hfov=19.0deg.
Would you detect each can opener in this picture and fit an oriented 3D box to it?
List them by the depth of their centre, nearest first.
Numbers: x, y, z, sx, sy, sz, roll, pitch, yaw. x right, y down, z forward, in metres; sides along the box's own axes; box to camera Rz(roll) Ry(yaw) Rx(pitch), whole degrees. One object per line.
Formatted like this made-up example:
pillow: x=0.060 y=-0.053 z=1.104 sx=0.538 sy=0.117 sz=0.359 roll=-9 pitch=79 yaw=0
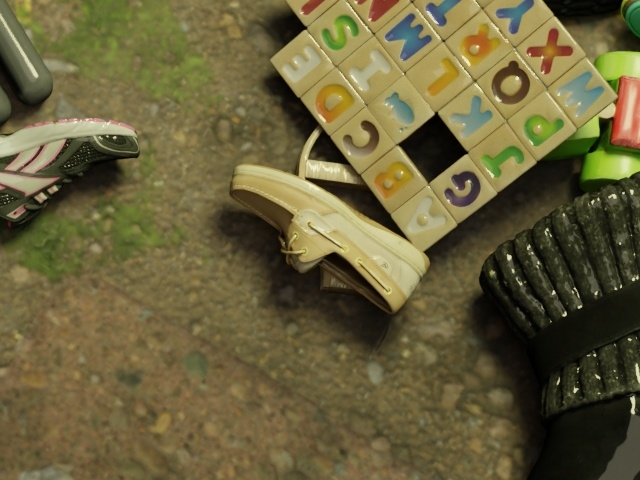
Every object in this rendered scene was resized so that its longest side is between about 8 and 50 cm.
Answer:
can opener: x=-0.302 y=-0.223 z=1.469 sx=0.076 sy=0.095 sz=0.283 roll=-31 pitch=86 yaw=-13

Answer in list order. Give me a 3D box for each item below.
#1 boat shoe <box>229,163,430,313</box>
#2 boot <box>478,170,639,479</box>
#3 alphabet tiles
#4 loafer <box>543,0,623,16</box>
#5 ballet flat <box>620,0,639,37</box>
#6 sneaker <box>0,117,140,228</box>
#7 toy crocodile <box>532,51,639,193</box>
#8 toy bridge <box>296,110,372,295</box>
boat shoe: x=0.000 y=0.000 z=1.473 sx=0.170 sy=0.063 sz=0.059 roll=28 pitch=73 yaw=-2
boot: x=0.180 y=0.130 z=1.472 sx=0.348 sy=0.131 sz=0.260 roll=-32 pitch=80 yaw=-4
alphabet tiles: x=0.081 y=-0.142 z=1.491 sx=0.198 sy=0.009 sz=0.237 roll=-39 pitch=84 yaw=15
loafer: x=0.268 y=-0.247 z=1.590 sx=0.223 sy=0.076 sz=0.078 roll=-20 pitch=70 yaw=-11
ballet flat: x=0.358 y=-0.181 z=1.598 sx=0.231 sy=0.077 sz=0.077 roll=17 pitch=56 yaw=-10
sneaker: x=-0.226 y=-0.050 z=1.475 sx=0.178 sy=0.072 sz=0.077 roll=-9 pitch=94 yaw=-3
toy crocodile: x=0.319 y=-0.079 z=1.548 sx=0.340 sy=0.105 sz=0.115 roll=12 pitch=78 yaw=-8
toy bridge: x=0.013 y=-0.053 z=1.530 sx=0.063 sy=0.026 sz=0.188 roll=7 pitch=80 yaw=-7
